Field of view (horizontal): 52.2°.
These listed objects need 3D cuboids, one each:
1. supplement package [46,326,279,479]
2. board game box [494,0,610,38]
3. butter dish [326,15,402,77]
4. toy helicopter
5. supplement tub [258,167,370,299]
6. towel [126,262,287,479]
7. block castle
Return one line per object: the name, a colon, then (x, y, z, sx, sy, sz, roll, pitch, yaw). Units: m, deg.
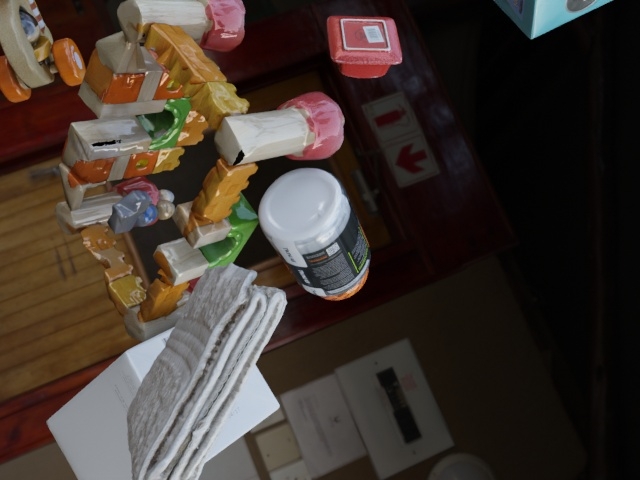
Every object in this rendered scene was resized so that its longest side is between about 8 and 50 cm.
supplement package: (-0.239, 0.256, 0.960, 0.293, 0.177, 0.175, -38, -98, 38)
board game box: (0.303, -0.342, 0.513, 0.079, 0.336, 0.254, 63, -2, 31)
butter dish: (0.092, -0.419, 1.473, 0.118, 0.159, 0.160, 98, -11, -55)
toy helicopter: (-0.545, -0.441, 1.156, 0.235, 0.140, 0.355, 75, -1, -69)
supplement tub: (0.000, 0.000, 0.876, 0.117, 0.117, 0.190, 61, 0, 35)
towel: (-0.119, 0.113, 0.602, 0.049, 0.187, 0.282, 32, -13, -14)
block castle: (-0.184, -0.097, 0.935, 0.303, 0.212, 0.453, 50, -49, 17)
